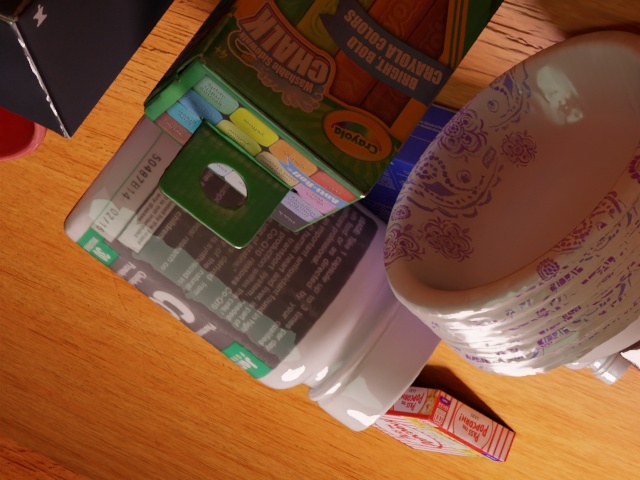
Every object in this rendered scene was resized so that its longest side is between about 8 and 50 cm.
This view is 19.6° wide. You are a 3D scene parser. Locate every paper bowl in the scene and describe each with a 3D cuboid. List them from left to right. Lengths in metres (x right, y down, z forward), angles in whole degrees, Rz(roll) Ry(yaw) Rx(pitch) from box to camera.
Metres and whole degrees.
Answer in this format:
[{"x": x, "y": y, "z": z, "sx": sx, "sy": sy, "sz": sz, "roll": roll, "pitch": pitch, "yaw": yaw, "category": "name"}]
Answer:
[{"x": 0.201, "y": -0.017, "z": 1.476, "sx": 0.148, "sy": 0.284, "sz": 0.284, "roll": 43, "pitch": 158, "yaw": -26, "category": "paper bowl"}]

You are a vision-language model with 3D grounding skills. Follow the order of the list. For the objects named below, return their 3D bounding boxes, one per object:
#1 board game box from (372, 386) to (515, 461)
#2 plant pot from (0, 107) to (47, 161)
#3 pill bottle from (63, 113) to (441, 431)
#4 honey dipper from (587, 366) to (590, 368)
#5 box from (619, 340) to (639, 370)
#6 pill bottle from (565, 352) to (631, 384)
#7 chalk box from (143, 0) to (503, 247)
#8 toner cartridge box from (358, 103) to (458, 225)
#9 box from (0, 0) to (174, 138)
[{"x": 0.138, "y": 0.236, "z": 2.433, "sx": 0.146, "sy": 0.045, "sz": 0.193, "roll": 31, "pitch": 163, "yaw": -31, "category": "board game box"}, {"x": -0.353, "y": -0.248, "z": 1.798, "sx": 0.275, "sy": 0.243, "sz": 0.275, "roll": 16, "pitch": 155, "yaw": 7, "category": "plant pot"}, {"x": -0.056, "y": 0.017, "z": 1.838, "sx": 0.361, "sy": 0.204, "sz": 0.204, "roll": 37, "pitch": 159, "yaw": -6, "category": "pill bottle"}, {"x": 0.260, "y": 0.092, "z": 2.002, "sx": 0.030, "sy": 0.030, "sz": 0.161, "roll": 9, "pitch": 151, "yaw": 48, "category": "honey dipper"}, {"x": 0.382, "y": 0.047, "z": 1.466, "sx": 0.167, "sy": 0.203, "sz": 0.168, "roll": 38, "pitch": 158, "yaw": -11, "category": "box"}, {"x": 0.249, "y": 0.076, "z": 1.893, "sx": 0.160, "sy": 0.087, "sz": 0.087, "roll": 35, "pitch": 160, "yaw": -4, "category": "pill bottle"}, {"x": -0.017, "y": -0.132, "z": 1.539, "sx": 0.180, "sy": 0.289, "sz": 0.179, "roll": 38, "pitch": 159, "yaw": -11, "category": "chalk box"}, {"x": 0.106, "y": -0.062, "z": 1.819, "sx": 0.347, "sy": 0.075, "sz": 0.165, "roll": 21, "pitch": 157, "yaw": 32, "category": "toner cartridge box"}, {"x": -0.262, "y": -0.287, "z": 1.551, "sx": 0.294, "sy": 0.296, "sz": 0.183, "roll": 25, "pitch": 157, "yaw": 23, "category": "box"}]
